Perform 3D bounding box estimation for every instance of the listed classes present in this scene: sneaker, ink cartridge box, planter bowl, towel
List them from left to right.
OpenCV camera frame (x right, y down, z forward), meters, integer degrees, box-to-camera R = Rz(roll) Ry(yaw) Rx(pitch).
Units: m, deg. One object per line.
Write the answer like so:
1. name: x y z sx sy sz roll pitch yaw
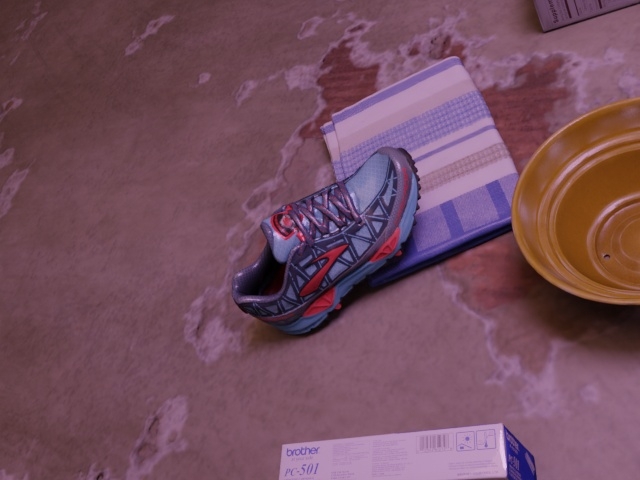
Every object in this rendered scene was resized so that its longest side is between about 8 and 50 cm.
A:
1. sneaker: 0.000 0.000 0.748 0.262 0.125 0.104 -51 42 19
2. ink cartridge box: 0.076 0.207 0.610 0.207 0.097 0.046 -13 53 26
3. towel: 0.118 -0.092 0.840 0.209 0.034 0.285 -25 50 14
4. planter bowl: 0.294 -0.021 0.628 0.217 0.090 0.217 -17 52 23

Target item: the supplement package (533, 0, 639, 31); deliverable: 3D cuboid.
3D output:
1. supplement package: 0.339 -0.345 0.817 0.179 0.105 0.105 -11 55 27
